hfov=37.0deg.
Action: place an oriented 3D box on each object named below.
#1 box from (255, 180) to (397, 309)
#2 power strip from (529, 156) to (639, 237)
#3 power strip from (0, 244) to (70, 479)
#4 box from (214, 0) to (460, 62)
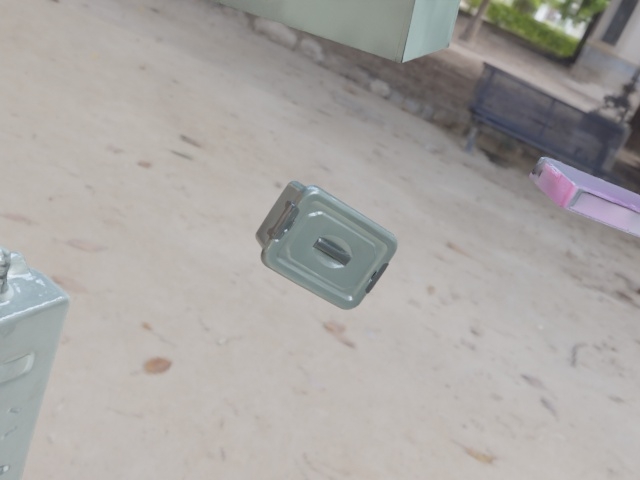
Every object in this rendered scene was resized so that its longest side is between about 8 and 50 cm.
[{"bbox_3d":[0.000,0.000,1.260,0.172,0.124,0.093,32,6,-30],"label":"box"},{"bbox_3d":[0.405,-0.041,1.272,0.279,0.037,0.109,18,20,-22],"label":"power strip"},{"bbox_3d":[-0.278,0.147,0.766,0.058,0.338,0.098,33,29,22],"label":"power strip"},{"bbox_3d":[0.019,-0.264,0.989,0.225,0.086,0.129,22,26,22],"label":"box"}]
